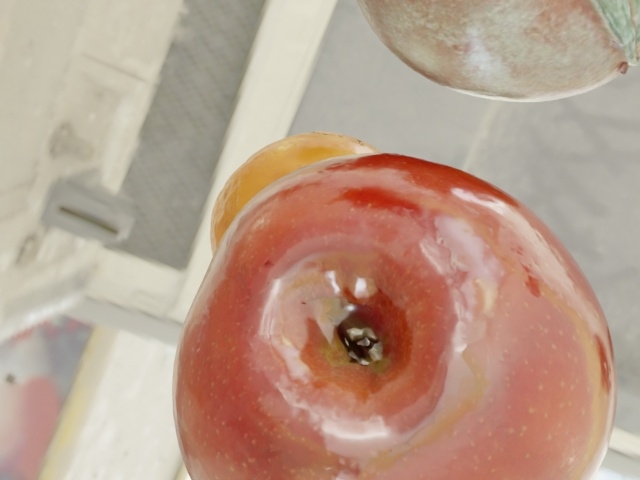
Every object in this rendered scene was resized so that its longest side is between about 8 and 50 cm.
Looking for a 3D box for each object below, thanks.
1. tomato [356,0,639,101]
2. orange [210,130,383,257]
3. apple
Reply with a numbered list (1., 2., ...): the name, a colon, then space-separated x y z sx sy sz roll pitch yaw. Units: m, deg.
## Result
1. tomato: 0.166 -0.271 1.207 0.282 0.317 0.316 27 -86 58
2. orange: 0.000 0.000 1.642 0.246 0.246 0.246 23 90 -84
3. apple: 0.042 0.079 0.858 0.260 0.260 0.216 -65 159 -13
